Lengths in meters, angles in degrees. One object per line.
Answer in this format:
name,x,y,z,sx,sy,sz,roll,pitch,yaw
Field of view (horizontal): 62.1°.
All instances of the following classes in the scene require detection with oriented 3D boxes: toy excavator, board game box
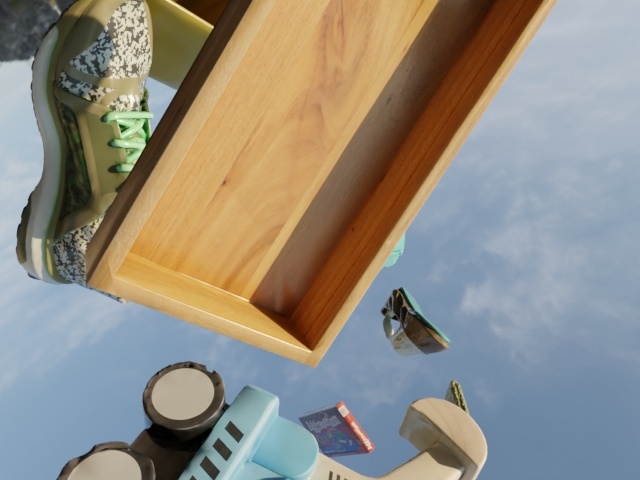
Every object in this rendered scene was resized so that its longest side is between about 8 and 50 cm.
toy excavator,-0.036,0.337,0.711,0.445,0.222,0.433,22,-142,14
board game box,0.036,0.530,1.474,0.027,0.145,0.281,-32,172,-32

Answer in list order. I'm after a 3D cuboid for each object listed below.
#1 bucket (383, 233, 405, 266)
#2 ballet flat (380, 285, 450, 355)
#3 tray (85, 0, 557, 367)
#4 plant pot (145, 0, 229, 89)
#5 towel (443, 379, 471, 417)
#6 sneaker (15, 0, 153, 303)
bucket,0.134,-0.053,1.646,0.281,0.183,0.281,-1,-122,1
ballet flat,0.228,0.227,1.389,0.124,0.116,0.342,-45,-161,5
tray,0.016,-0.114,0.410,0.410,0.203,0.076,-58,-148,7
plant pot,-0.210,-0.344,0.780,0.187,0.212,0.212,-20,-114,36
towel,0.275,0.371,1.084,0.027,0.110,0.148,6,-145,-5
sneaker,-0.246,-0.095,0.671,0.182,0.410,0.158,26,-154,15
